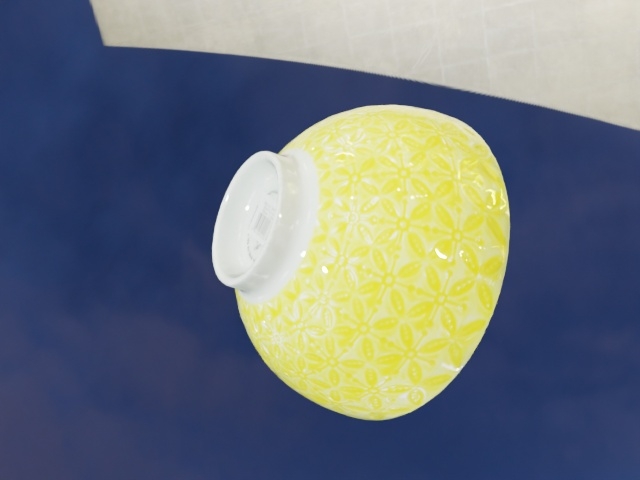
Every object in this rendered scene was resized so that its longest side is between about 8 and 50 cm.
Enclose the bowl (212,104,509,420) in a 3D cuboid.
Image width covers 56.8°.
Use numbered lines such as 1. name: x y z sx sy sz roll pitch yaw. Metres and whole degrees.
1. bowl: 0.000 0.000 0.520 0.156 0.290 0.290 18 -59 -31
